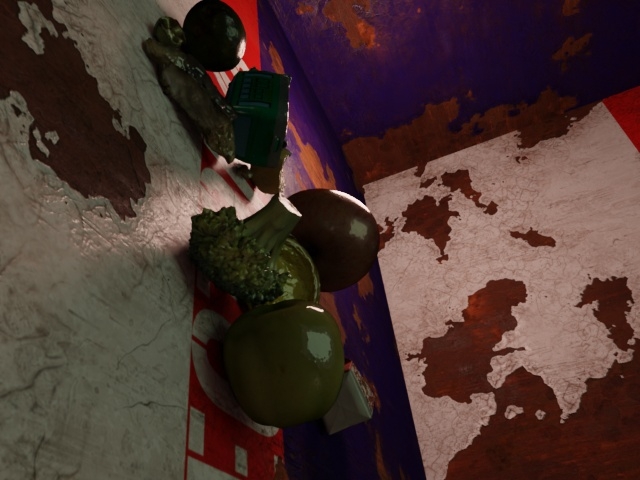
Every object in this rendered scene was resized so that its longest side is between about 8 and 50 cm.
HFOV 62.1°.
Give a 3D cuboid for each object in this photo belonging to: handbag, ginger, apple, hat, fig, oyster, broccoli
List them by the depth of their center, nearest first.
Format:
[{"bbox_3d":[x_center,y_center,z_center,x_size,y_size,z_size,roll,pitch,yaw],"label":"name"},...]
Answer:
[{"bbox_3d":[-0.075,0.251,1.106,0.279,0.279,0.279,-19,90,-77],"label":"apple"},{"bbox_3d":[-0.157,-0.004,1.151,0.263,0.243,0.247,43,9,-24],"label":"broccoli"},{"bbox_3d":[-0.301,-0.356,1.335,0.341,0.110,0.166,56,9,-6],"label":"oyster"},{"bbox_3d":[-0.386,-0.520,1.343,0.077,0.059,0.076,63,31,-11],"label":"hat"},{"bbox_3d":[-0.293,-0.584,1.518,0.245,0.195,0.195,-69,139,-65],"label":"fig"},{"bbox_3d":[0.000,0.000,1.572,0.269,0.345,0.344,-7,78,-73],"label":"apple"},{"bbox_3d":[-0.228,-0.202,1.598,0.048,0.030,0.097,40,17,-8],"label":"ginger"},{"bbox_3d":[0.076,0.457,1.654,0.171,0.151,0.298,66,10,2],"label":"handbag"}]

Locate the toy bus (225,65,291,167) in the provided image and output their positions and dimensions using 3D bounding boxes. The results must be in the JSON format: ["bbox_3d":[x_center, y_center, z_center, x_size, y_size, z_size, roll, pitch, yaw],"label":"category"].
[{"bbox_3d":[-0.193,-0.377,1.589,0.343,0.200,0.183,-93,-164,-52],"label":"toy bus"}]

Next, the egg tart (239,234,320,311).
[{"bbox_3d":[-0.114,0.114,1.388,0.279,0.095,0.278,17,66,-43],"label":"egg tart"}]

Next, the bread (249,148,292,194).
[{"bbox_3d":[-0.164,-0.223,1.674,0.086,0.125,0.156,-81,-175,-52],"label":"bread"}]
